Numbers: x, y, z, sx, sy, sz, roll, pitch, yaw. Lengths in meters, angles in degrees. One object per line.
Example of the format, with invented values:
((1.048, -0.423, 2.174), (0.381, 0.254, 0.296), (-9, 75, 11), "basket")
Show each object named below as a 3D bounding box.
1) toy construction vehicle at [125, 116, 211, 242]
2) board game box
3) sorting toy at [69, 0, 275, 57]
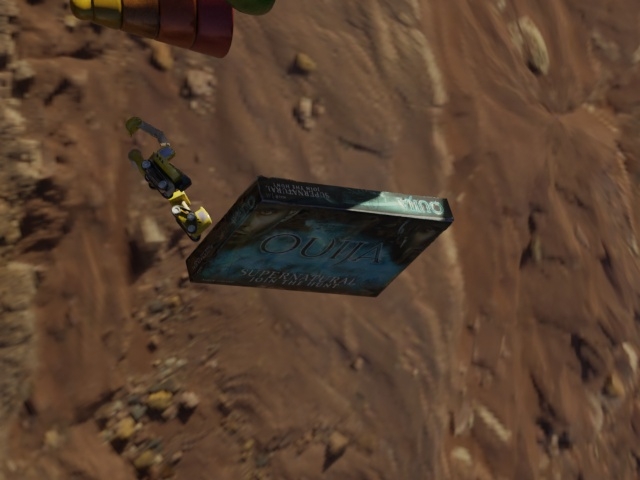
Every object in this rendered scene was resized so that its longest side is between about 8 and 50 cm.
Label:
((-0.132, -0.056, 1.291), (0.035, 0.086, 0.098), (-37, 68, -8), "toy construction vehicle")
((0.000, 0.000, 1.204), (0.126, 0.186, 0.026), (-47, 48, 44), "board game box")
((-0.113, -0.221, 1.124), (0.126, 0.365, 0.127), (-11, 86, -18), "sorting toy")
